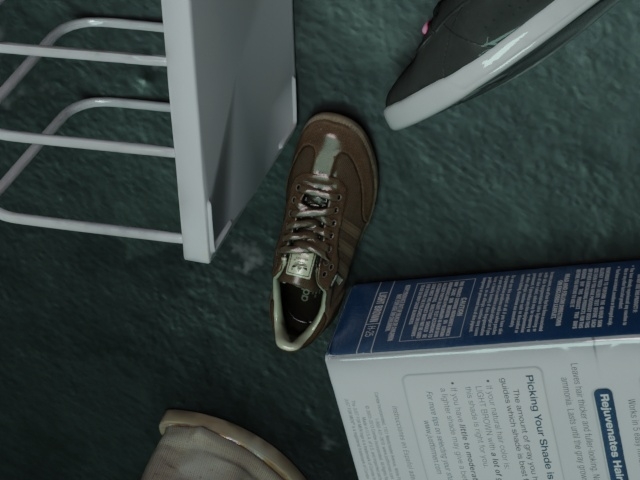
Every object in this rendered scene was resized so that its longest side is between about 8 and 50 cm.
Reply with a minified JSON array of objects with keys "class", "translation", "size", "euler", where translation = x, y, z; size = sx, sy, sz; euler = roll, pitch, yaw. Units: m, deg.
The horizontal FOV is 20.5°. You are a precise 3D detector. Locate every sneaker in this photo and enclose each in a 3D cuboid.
[{"class":"sneaker","translation":[0.114,-0.190,1.141],"size":[0.147,0.104,0.296],"euler":[56,136,4]},{"class":"sneaker","translation":[0.000,0.000,1.296],"size":[0.066,0.071,0.188],"euler":[12,124,8]}]

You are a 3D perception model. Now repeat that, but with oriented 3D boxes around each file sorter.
[{"class":"file sorter","translation":[-0.128,-0.161,1.160],"size":[0.173,0.193,0.277],"euler":[8,123,14]}]

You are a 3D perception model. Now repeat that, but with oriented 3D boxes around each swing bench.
[{"class":"swing bench","translation":[-0.100,0.318,1.415],"size":[0.165,0.253,0.254],"euler":[17,125,4]}]

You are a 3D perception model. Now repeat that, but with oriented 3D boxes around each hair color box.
[{"class":"hair color box","translation":[0.195,0.114,1.296],"size":[0.347,0.105,0.174],"euler":[-5,120,18]}]
